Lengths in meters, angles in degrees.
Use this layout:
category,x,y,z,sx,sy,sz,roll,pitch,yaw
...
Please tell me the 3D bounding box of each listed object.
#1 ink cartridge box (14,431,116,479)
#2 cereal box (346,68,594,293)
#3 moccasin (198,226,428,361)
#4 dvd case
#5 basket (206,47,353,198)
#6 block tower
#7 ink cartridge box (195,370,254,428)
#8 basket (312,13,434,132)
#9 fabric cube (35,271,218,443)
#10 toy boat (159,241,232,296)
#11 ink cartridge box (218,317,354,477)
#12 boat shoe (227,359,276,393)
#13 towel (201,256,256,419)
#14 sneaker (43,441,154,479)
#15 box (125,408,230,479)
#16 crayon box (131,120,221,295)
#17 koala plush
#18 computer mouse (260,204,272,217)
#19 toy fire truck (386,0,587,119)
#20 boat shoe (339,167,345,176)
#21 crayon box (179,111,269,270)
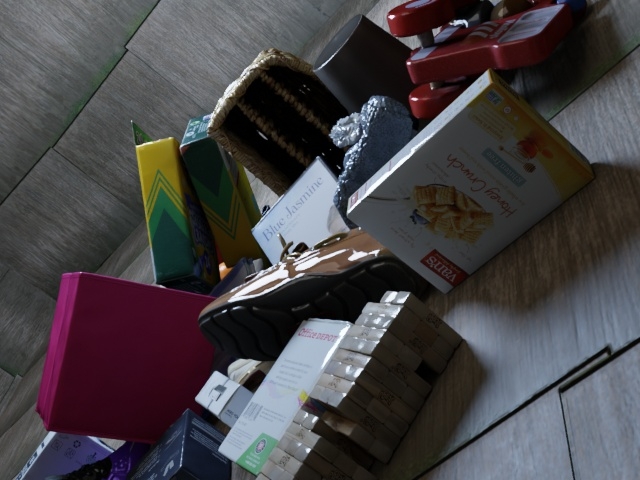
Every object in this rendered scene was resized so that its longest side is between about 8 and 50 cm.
category,x,y,z,sx,sy,sz,roll,pitch,yaw
ink cartridge box,-0.523,0.518,1.642,0.333,0.165,0.065,-55,17,-14
cereal box,0.172,-0.061,1.022,0.240,0.173,0.047,-43,20,28
moccasin,-0.017,0.063,1.236,0.380,0.139,0.147,-30,25,31
dvd case,0.000,0.000,1.384,0.180,0.022,0.253,-48,48,13
basket,-0.037,-0.209,1.637,0.213,0.299,0.223,-45,15,13
block tower,0.025,0.220,0.971,0.335,0.097,0.091,-54,17,-15
ink cartridge box,-0.114,0.247,1.254,0.056,0.099,0.135,-55,18,-13
basket,0.111,-0.269,1.505,0.154,0.227,0.204,-21,35,59
fabric cube,-0.341,0.205,1.523,0.259,0.254,0.258,173,107,-67
toy boat,-0.241,0.077,1.910,0.151,0.151,0.231,-4,43,27
ink cartridge box,-0.015,0.210,1.090,0.212,0.093,0.154,-58,19,-15
boat shoe,-0.071,0.194,1.332,0.170,0.063,0.059,-34,47,26
towel,-0.180,0.175,1.589,0.209,0.034,0.285,-46,30,19
sneaker,-0.421,0.450,1.547,0.293,0.146,0.102,-56,18,-12
box,-0.216,0.365,1.285,0.156,0.093,0.158,-48,17,12
crayon box,-0.278,-0.063,1.697,0.083,0.323,0.203,-13,-13,6
koala plush,0.100,-0.119,1.309,0.203,0.196,0.221,-57,19,18
computer mouse,-0.178,-0.038,2.088,0.106,0.042,0.193,-57,18,-14
toy fire truck,0.263,-0.310,1.313,0.254,0.169,0.302,-3,26,34
boat shoe,-0.011,-0.014,1.491,0.340,0.113,0.127,-46,18,19
crayon box,-0.186,-0.085,1.755,0.081,0.319,0.202,-18,22,4
